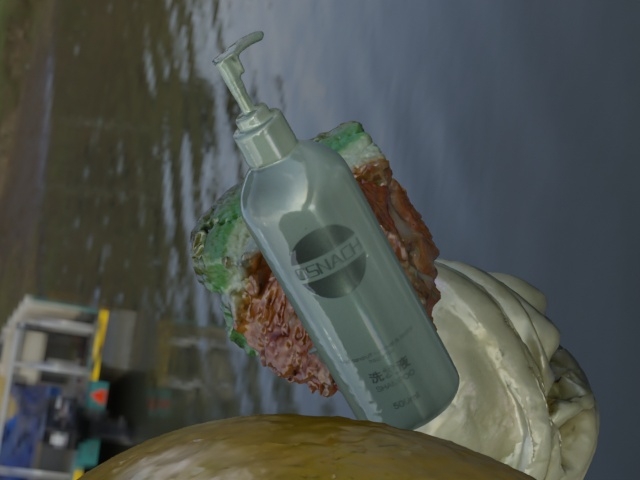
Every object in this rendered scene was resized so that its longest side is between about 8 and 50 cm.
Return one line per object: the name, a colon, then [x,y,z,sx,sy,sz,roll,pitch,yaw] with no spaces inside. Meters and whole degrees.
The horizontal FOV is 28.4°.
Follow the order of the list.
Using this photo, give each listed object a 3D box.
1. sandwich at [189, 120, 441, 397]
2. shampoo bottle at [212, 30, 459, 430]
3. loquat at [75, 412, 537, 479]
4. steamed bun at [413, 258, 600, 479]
sandwich: [0.018,0.008,0.866,0.160,0.185,0.109,23,148,38]
shampoo bottle: [0.000,0.000,0.575,0.195,0.056,0.056,60,177,-23]
loquat: [-0.025,0.217,0.393,0.328,0.360,0.328,-14,74,57]
steamed bun: [0.164,0.149,1.399,0.247,0.352,0.339,-40,16,-2]
